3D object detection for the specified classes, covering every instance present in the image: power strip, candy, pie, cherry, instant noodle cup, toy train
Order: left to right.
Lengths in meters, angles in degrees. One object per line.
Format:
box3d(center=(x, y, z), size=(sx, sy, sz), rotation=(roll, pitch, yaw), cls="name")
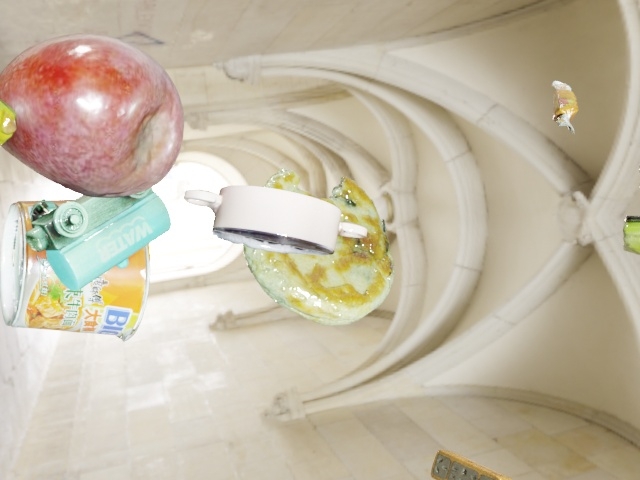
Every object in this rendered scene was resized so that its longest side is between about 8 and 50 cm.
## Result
box3d(center=(-0.466, 0.043, 1.287), size=(0.296, 0.214, 0.296), rotation=(-8, -100, 57), cls="instant noodle cup")
box3d(center=(-0.303, -0.169, 0.892), size=(0.206, 0.239, 0.239), rotation=(-60, -156, 6), cls="cherry")
box3d(center=(-0.356, -0.024, 1.137), size=(0.101, 0.248, 0.159), rotation=(-1, -63, 43), cls="toy train")
box3d(center=(0.001, 0.007, 1.189), size=(0.067, 0.303, 0.302), rotation=(-49, -130, 50), cls="pie")
box3d(center=(0.220, 0.340, 0.968), size=(0.178, 0.028, 0.049), rotation=(6, -105, 58), cls="power strip")
box3d(center=(0.525, -0.285, 1.486), size=(0.182, 0.053, 0.046), rotation=(-74, 171, -45), cls="candy")

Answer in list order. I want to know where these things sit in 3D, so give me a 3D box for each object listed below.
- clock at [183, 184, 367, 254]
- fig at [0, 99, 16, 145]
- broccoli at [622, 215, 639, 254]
box3d(center=(-0.054, -0.018, 0.839), size=(0.155, 0.229, 0.063), rotation=(164, -62, -71), cls="clock")
box3d(center=(-0.395, -0.122, 0.587), size=(0.167, 0.234, 0.167), rotation=(-2, -93, 58), cls="fig")
box3d(center=(0.398, 0.014, 0.663), size=(0.204, 0.122, 0.118), rotation=(11, -63, 25), cls="broccoli")
